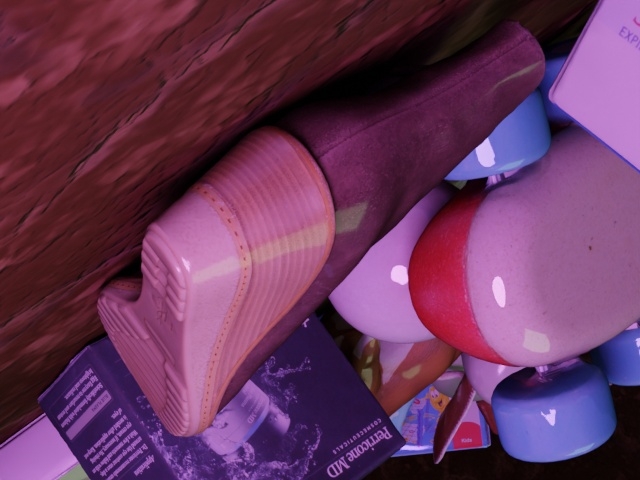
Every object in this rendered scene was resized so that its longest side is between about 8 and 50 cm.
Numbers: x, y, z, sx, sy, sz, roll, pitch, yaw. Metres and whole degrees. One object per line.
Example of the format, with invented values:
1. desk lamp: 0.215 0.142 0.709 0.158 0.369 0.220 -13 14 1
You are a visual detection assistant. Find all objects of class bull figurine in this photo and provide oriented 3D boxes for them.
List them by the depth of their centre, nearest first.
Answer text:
1. bull figurine: 0.036 0.080 1.172 0.310 0.101 0.188 -42 155 -35

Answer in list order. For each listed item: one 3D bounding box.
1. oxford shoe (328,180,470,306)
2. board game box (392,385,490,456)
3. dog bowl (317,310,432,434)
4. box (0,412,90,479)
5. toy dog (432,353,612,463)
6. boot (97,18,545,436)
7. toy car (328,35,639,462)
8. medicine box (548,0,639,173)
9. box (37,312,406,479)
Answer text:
1. oxford shoe: 0.111 0.006 1.328 0.227 0.096 0.083 -34 175 0
2. board game box: 0.033 0.216 1.844 0.308 0.086 0.302 -6 172 1
3. dog bowl: 0.073 0.119 1.664 0.297 0.166 0.074 -33 136 -19
4. box: -0.178 0.254 1.157 0.232 0.058 0.322 -36 143 3
5. toy dog: 0.151 0.129 1.429 0.220 0.161 0.333 -21 -172 19
6. boot: 0.000 0.000 0.779 0.206 0.090 0.248 -30 168 -22
7. toy car: 0.091 0.002 1.016 0.238 0.219 0.210 -1 -160 43
8. medicine box: 0.317 -0.081 0.841 0.289 0.263 0.149 -22 147 -47
9. box: -0.060 0.113 0.976 0.156 0.158 0.093 -30 171 -40
